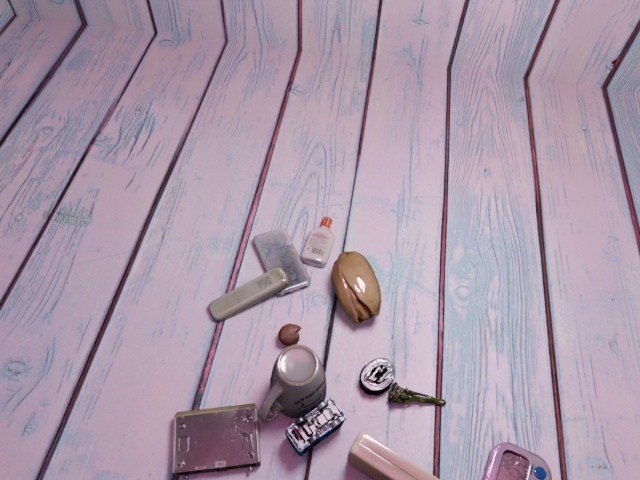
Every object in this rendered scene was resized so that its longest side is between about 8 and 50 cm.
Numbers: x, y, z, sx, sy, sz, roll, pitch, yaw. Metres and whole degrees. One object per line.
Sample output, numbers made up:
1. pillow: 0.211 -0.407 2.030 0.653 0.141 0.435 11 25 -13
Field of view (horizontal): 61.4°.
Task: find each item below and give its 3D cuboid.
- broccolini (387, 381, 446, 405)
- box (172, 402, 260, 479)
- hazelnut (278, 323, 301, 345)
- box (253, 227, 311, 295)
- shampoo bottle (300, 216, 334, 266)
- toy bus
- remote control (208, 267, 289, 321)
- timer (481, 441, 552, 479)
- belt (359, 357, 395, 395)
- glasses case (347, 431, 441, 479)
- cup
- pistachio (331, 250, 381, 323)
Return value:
1. broccolini: 0.321 0.514 1.787 0.201 0.058 0.074 4 62 2
2. box: -0.326 0.628 1.692 0.269 0.045 0.211 -4 54 -5
3. hazelnut: -0.105 0.329 1.891 0.086 0.086 0.087 1 55 -1
4. box: -0.151 0.078 2.088 0.142 0.044 0.285 -17 58 -18
5. shampoo bottle: 0.000 0.000 2.141 0.107 0.051 0.221 14 55 8
6. toy bus: -0.019 0.589 1.693 0.184 0.106 0.090 -27 64 -26
7. remote control: -0.262 0.196 1.976 0.309 0.038 0.090 -28 63 -9
8. timer: 0.591 0.734 1.636 0.190 0.069 0.209 23 58 14
9. belt: 0.193 0.459 1.821 0.140 0.058 0.105 -37 64 -25
10. glasses case: 0.240 0.702 1.601 0.336 0.144 0.076 28 58 16
11. cup: -0.097 0.463 1.705 0.186 0.234 0.258 39 64 23
12. pistachio: 0.130 0.158 1.972 0.162 0.181 0.293 -36 52 19
